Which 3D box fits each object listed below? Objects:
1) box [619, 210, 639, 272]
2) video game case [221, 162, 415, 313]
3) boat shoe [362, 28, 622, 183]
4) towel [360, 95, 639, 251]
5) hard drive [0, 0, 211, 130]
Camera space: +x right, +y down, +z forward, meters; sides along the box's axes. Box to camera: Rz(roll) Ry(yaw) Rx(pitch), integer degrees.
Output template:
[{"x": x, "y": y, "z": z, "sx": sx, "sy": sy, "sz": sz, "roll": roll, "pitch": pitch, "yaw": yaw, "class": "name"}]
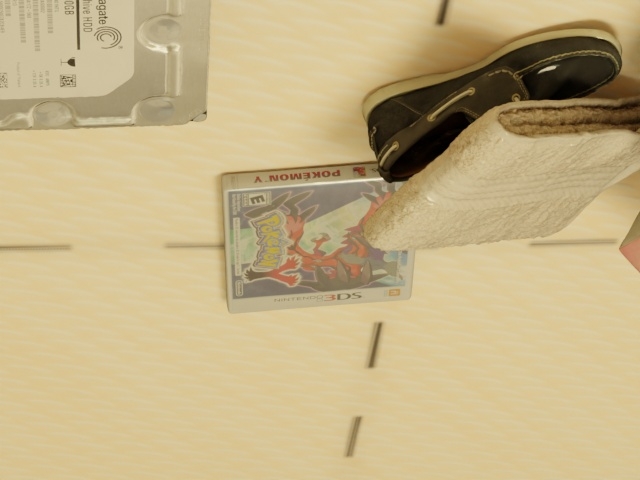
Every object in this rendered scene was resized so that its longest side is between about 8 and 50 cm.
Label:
[{"x": 0.412, "y": 0.026, "z": 1.775, "sx": 0.232, "sy": 0.127, "sz": 0.148, "roll": 46, "pitch": 137, "yaw": -8, "class": "box"}, {"x": 0.000, "y": 0.000, "z": 1.855, "sx": 0.183, "sy": 0.023, "sz": 0.201, "roll": -5, "pitch": 143, "yaw": -4, "class": "video game case"}, {"x": 0.153, "y": -0.113, "z": 1.686, "sx": 0.233, "sy": 0.079, "sz": 0.084, "roll": -19, "pitch": 140, "yaw": 12, "class": "boat shoe"}, {"x": 0.181, "y": -0.055, "z": 1.706, "sx": 0.282, "sy": 0.049, "sz": 0.187, "roll": -7, "pitch": 152, "yaw": -47, "class": "towel"}, {"x": -0.255, "y": -0.179, "z": 1.538, "sx": 0.339, "sy": 0.064, "sz": 0.237, "roll": -2, "pitch": 144, "yaw": -8, "class": "hard drive"}]
